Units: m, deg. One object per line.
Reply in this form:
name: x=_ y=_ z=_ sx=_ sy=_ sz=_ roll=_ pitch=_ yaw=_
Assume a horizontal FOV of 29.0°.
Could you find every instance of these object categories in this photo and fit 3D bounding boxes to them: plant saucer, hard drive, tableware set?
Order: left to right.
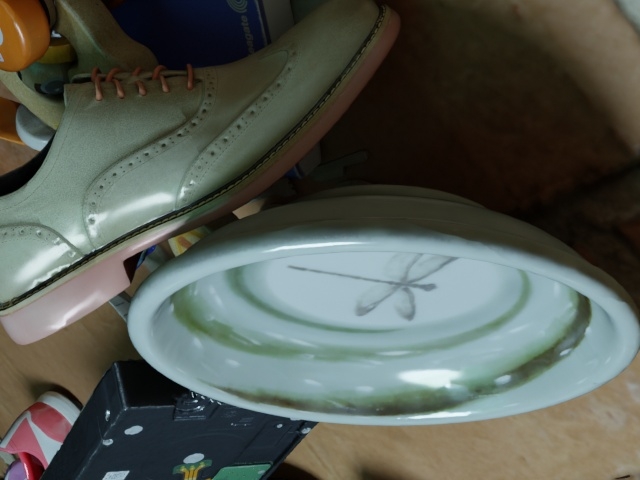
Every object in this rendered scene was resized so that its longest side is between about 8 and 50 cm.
hard drive: x=-0.154 y=-0.178 z=1.136 sx=0.319 sy=0.040 sz=0.210 roll=13 pitch=130 yaw=35
hard drive: x=-0.160 y=0.230 z=1.320 sx=0.339 sy=0.237 sz=0.064 roll=-55 pitch=44 yaw=44
tableware set: x=0.000 y=0.000 z=1.145 sx=0.194 sy=0.039 sz=0.128 roll=-16 pitch=111 yaw=48
plant saucer: x=0.050 y=0.046 z=0.994 sx=0.401 sy=0.100 sz=0.400 roll=1 pitch=154 yaw=1

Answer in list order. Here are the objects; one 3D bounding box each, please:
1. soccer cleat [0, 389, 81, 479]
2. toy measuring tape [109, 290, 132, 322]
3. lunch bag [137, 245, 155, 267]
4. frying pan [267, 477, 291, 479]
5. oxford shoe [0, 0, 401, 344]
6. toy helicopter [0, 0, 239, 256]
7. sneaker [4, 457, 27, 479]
soccer cleat: x=-0.334 y=0.360 z=1.694 sx=0.109 sy=0.116 sz=0.318 roll=3 pitch=123 yaw=42
toy measuring tape: x=-0.262 y=0.073 z=1.353 sx=0.330 sy=0.121 sz=0.121 roll=43 pitch=144 yaw=33
lunch bag: x=-0.229 y=-0.039 z=1.273 sx=0.129 sy=0.096 sz=0.151 roll=30 pitch=138 yaw=3
frying pan: x=0.033 y=0.375 z=1.422 sx=0.326 sy=0.053 sz=0.197 roll=23 pitch=135 yaw=25
oxford shoe: x=-0.120 y=-0.083 z=0.950 sx=0.146 sy=0.397 sz=0.140 roll=53 pitch=-178 yaw=-16
toy helicopter: x=-0.194 y=-0.095 z=1.105 sx=0.355 sy=0.140 sz=0.235 roll=51 pitch=142 yaw=-9
sneaker: x=-0.391 y=0.403 z=1.803 sx=0.236 sy=0.095 sz=0.104 roll=63 pitch=169 yaw=-26
